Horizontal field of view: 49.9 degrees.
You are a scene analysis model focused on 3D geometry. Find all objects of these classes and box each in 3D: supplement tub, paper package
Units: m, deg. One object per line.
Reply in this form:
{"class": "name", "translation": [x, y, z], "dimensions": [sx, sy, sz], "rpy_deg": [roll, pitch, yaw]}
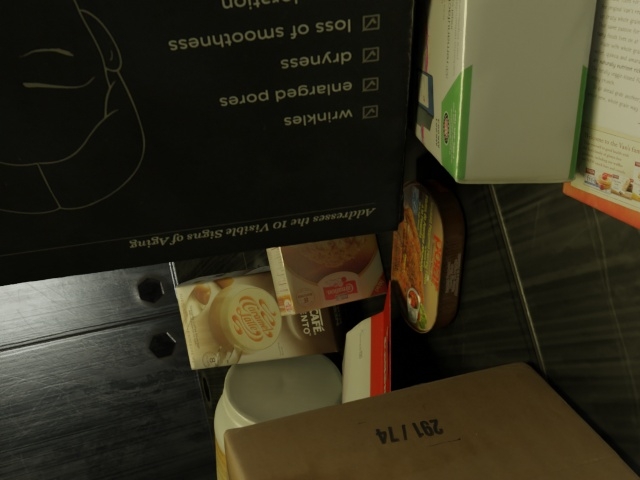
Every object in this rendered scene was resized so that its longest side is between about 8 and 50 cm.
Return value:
{"class": "supplement tub", "translation": [-0.066, 0.358, 1.182], "dimensions": [0.228, 0.229, 0.316], "rpy_deg": [-128, 33, -49]}
{"class": "paper package", "translation": [0.112, 0.275, 0.569], "dimensions": [0.309, 0.325, 0.168], "rpy_deg": [-128, 34, -51]}

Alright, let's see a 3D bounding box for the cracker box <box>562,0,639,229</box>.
{"class": "cracker box", "translation": [0.238, -0.114, 0.412], "dimensions": [0.156, 0.067, 0.232], "rpy_deg": [-135, 39, -56]}

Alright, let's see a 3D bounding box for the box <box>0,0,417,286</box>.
{"class": "box", "translation": [-0.174, -0.227, 0.614], "dimensions": [0.471, 0.481, 0.297], "rpy_deg": [86, 175, -49]}

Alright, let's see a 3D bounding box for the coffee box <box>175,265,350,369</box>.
{"class": "coffee box", "translation": [-0.089, 0.113, 1.093], "dimensions": [0.098, 0.247, 0.141], "rpy_deg": [-19, -82, -73]}

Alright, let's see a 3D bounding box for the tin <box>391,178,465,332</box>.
{"class": "tin", "translation": [0.125, 0.019, 0.806], "dimensions": [0.106, 0.040, 0.189], "rpy_deg": [-128, 33, -57]}

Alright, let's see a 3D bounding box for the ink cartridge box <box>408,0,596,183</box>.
{"class": "ink cartridge box", "translation": [0.129, -0.146, 0.551], "dimensions": [0.212, 0.093, 0.154], "rpy_deg": [-94, 2, -69]}

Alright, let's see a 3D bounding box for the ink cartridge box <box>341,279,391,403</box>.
{"class": "ink cartridge box", "translation": [0.056, 0.189, 0.899], "dimensions": [0.232, 0.066, 0.189], "rpy_deg": [85, -173, -52]}

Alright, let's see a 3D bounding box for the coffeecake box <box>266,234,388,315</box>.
{"class": "coffeecake box", "translation": [0.000, 0.000, 0.961], "dimensions": [0.068, 0.143, 0.185], "rpy_deg": [160, 98, -69]}

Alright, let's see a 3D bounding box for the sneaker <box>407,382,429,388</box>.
{"class": "sneaker", "translation": [0.123, 0.303, 0.867], "dimensions": [0.110, 0.107, 0.275], "rpy_deg": [-130, 35, -72]}
